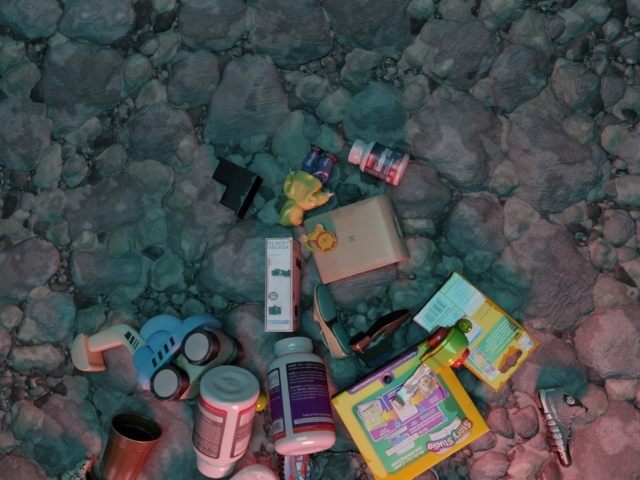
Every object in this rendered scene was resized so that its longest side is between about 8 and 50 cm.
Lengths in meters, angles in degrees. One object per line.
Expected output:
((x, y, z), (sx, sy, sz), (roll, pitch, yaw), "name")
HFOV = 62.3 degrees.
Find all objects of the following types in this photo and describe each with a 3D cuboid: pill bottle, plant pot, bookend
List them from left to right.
((-0.615, 0.666, 1.691), (0.167, 0.167, 0.165), (24, 95, 10), "plant pot")
((-0.293, 0.554, 1.600), (0.176, 0.176, 0.319), (18, 114, 10), "pill bottle")
((-0.303, -0.178, 1.794), (0.156, 0.072, 0.157), (25, 87, 11), "bookend")
((-0.064, 0.465, 1.598), (0.181, 0.181, 0.323), (-12, 60, 6), "pill bottle")
((0.187, -0.260, 1.721), (0.180, 0.108, 0.108), (24, 86, 10), "pill bottle")

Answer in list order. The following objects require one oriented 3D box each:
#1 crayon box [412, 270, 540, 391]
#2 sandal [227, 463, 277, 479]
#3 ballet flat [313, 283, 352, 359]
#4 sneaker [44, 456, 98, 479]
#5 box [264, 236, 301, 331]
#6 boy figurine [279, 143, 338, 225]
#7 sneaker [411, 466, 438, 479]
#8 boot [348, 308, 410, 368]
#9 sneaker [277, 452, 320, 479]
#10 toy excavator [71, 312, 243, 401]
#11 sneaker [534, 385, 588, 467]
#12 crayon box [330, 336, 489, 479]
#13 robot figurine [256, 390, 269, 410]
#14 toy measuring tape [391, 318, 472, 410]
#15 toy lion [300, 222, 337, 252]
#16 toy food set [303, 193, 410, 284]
((0.470, 0.274, 1.625), (0.323, 0.083, 0.203), (42, 90, 11), "crayon box")
((-0.294, 0.816, 1.653), (0.416, 0.102, 0.169), (-31, 94, 16), "sandal")
((0.021, 0.265, 1.693), (0.086, 0.086, 0.248), (-24, 82, 4), "ballet flat")
((-0.692, 0.867, 1.687), (0.182, 0.158, 0.410), (-42, 84, -17), "sneaker")
((-0.116, 0.140, 1.679), (0.087, 0.169, 0.290), (-2, 82, 8), "box")
((-0.042, -0.168, 1.746), (0.177, 0.092, 0.285), (25, 88, 17), "boy figurine")
((0.233, 0.778, 1.575), (0.105, 0.115, 0.281), (44, 90, 11), "sneaker")
((0.205, 0.309, 1.675), (0.219, 0.082, 0.106), (-31, 103, -4), "boot")
((-0.067, 0.695, 1.652), (0.125, 0.104, 0.262), (3, 76, -19), "sneaker")
((-0.543, 0.350, 1.714), (0.445, 0.222, 0.433), (41, 90, 24), "toy excavator")
((0.731, 0.539, 1.556), (0.132, 0.086, 0.229), (-16, 80, 3), "sneaker")
((0.265, 0.520, 1.601), (0.363, 0.106, 0.313), (-31, 81, -2), "crayon box")
((-0.222, 0.506, 1.696), (0.115, 0.067, 0.101), (15, 90, 9), "robot figurine")
((0.327, 0.351, 1.513), (0.121, 0.121, 0.330), (42, 80, 11), "toy measuring tape")
((0.000, 0.000, 1.685), (0.100, 0.034, 0.096), (-34, 84, 13), "toy lion")
((0.111, 0.000, 1.717), (0.306, 0.092, 0.220), (-18, 81, 14), "toy food set")
